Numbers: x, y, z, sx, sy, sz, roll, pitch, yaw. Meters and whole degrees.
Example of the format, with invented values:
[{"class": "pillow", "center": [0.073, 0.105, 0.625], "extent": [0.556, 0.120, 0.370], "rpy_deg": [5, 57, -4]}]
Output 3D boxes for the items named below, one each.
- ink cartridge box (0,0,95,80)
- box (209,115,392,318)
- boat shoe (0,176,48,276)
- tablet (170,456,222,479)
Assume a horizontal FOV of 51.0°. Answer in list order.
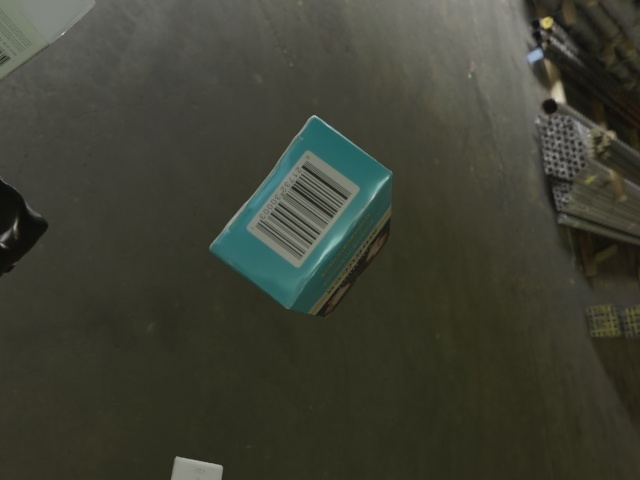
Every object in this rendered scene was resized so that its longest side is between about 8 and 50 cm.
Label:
[{"class": "ink cartridge box", "center": [-0.364, -0.241, 0.715], "extent": [0.128, 0.176, 0.127], "rpy_deg": [53, 28, -29]}, {"class": "box", "center": [0.000, 0.000, 0.493], "extent": [0.060, 0.100, 0.244], "rpy_deg": [37, -2, 9]}, {"class": "boat shoe", "center": [-0.307, -0.003, 0.358], "extent": [0.158, 0.341, 0.127], "rpy_deg": [-57, 137, -26]}, {"class": "tablet", "center": [-0.179, 0.347, 0.970], "extent": [0.083, 0.006, 0.054], "rpy_deg": [26, 59, -35]}]
